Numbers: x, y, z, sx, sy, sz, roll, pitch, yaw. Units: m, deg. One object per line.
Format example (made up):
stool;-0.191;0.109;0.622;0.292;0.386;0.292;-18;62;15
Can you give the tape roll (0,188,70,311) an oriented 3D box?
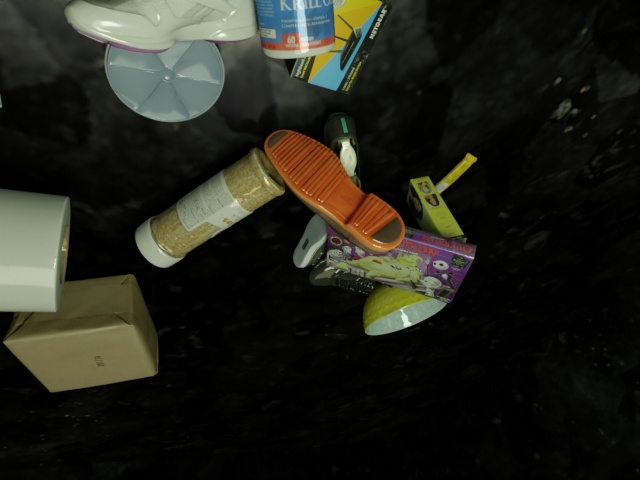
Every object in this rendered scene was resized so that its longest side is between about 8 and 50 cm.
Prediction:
tape roll;-0.611;0.021;0.862;0.169;0.246;0.246;6;135;-26

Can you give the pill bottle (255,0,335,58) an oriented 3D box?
pill bottle;-0.044;-0.404;0.650;0.124;0.124;0.221;-12;125;-8

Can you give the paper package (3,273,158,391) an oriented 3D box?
paper package;-0.644;0.269;1.205;0.309;0.168;0.325;-7;141;-14

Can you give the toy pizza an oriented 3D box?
toy pizza;-0.276;-0.305;0.771;0.201;0.032;0.201;-12;141;-10

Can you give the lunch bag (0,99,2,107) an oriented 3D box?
lunch bag;-0.573;-0.257;0.697;0.083;0.053;0.071;22;132;-7

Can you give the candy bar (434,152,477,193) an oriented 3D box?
candy bar;0.358;-0.174;1.180;0.040;0.018;0.161;21;128;-33

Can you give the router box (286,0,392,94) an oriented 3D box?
router box;0.030;-0.374;0.795;0.133;0.046;0.179;6;135;-26

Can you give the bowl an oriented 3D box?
bowl;0.261;0.192;1.453;0.289;0.156;0.289;-16;154;-8

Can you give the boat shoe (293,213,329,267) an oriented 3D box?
boat shoe;0.000;0.000;1.207;0.076;0.080;0.228;-1;139;-33

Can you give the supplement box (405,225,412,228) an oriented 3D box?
supplement box;0.213;0.012;1.264;0.239;0.073;0.130;16;101;-35

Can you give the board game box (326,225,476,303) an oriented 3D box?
board game box;0.186;0.040;1.084;0.346;0.056;0.208;16;139;12

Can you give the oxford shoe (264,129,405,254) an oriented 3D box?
oxford shoe;0.013;-0.093;0.948;0.130;0.363;0.133;-44;175;-21

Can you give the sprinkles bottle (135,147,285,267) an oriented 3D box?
sprinkles bottle;-0.255;-0.070;0.987;0.355;0.121;0.121;-31;140;15

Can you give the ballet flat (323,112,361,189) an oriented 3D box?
ballet flat;0.051;-0.163;1.013;0.095;0.096;0.280;-16;141;-3

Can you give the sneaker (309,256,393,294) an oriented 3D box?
sneaker;0.108;0.107;1.332;0.286;0.130;0.109;-10;143;-8

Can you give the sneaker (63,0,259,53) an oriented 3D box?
sneaker;-0.216;-0.360;0.615;0.305;0.114;0.152;-34;146;-41

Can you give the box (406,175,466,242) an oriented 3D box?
box;0.296;-0.059;1.122;0.058;0.232;0.087;-13;140;-8
